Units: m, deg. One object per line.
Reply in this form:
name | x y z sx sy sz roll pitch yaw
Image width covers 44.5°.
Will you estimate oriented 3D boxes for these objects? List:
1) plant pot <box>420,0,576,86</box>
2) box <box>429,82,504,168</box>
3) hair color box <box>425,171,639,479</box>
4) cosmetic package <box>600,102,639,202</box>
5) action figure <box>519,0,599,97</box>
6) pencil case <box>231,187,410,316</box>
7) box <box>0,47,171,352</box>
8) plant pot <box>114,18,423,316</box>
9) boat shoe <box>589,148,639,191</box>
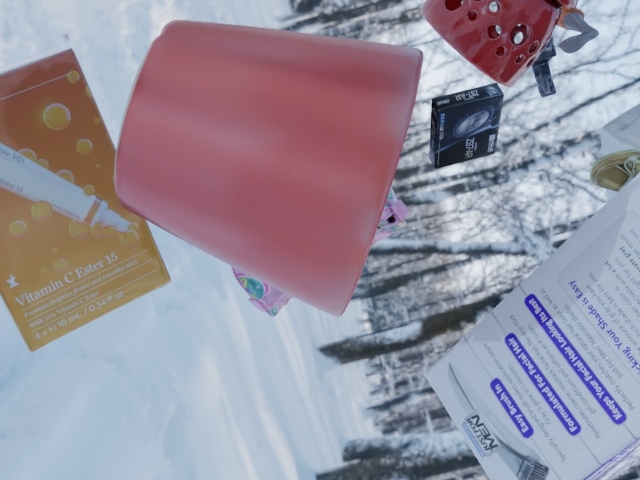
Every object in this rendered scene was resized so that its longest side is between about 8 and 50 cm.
plant pot | 0.278 -0.356 1.187 0.191 0.174 0.191 33 28 -20
box | 0.142 -0.112 0.770 0.083 0.067 0.018 84 -10 -53
hair color box | 0.281 0.104 0.761 0.110 0.339 0.185 11 39 -47
cosmetic package | 0.682 -0.040 1.220 0.329 0.327 0.393 55 -6 45
action figure | 0.423 -0.416 1.346 0.330 0.179 0.341 -82 153 -65
pencil case | 0.000 0.000 1.225 0.124 0.284 0.124 55 7 -10
box | -0.383 -0.061 1.068 0.168 0.215 0.345 20 -46 58
plant pot | -0.053 -0.090 0.776 0.275 0.243 0.275 17 90 -89
boat shoe | 0.415 -0.078 0.967 0.048 0.153 0.056 -69 163 -62
